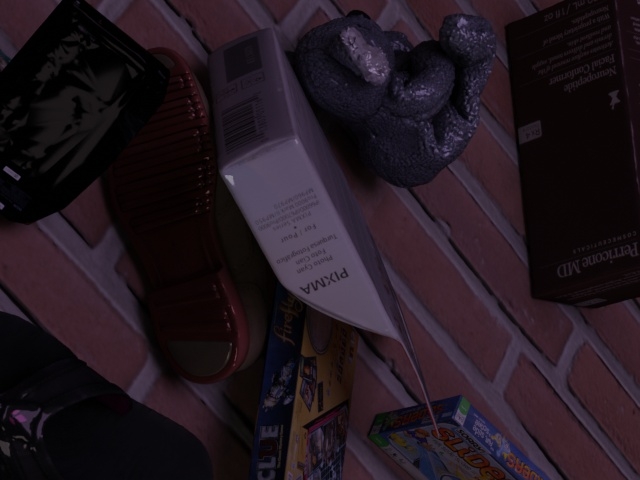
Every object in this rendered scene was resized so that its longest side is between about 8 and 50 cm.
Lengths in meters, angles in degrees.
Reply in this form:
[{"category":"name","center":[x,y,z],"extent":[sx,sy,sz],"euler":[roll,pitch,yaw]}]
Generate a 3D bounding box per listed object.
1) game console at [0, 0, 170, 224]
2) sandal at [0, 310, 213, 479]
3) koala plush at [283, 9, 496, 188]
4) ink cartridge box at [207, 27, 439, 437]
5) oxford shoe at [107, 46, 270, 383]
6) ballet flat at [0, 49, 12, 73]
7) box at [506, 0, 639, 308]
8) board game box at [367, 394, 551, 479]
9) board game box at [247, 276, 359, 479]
[{"category":"game console","center":[-0.335,-0.185,1.723],"extent":[0.361,0.213,0.044],"euler":[39,16,-16]},{"category":"sandal","center":[-0.222,0.177,1.679],"extent":[0.446,0.107,0.167],"euler":[31,67,-49]},{"category":"koala plush","center":[0.057,-0.180,2.092],"extent":[0.221,0.196,0.203],"euler":[21,73,-42]},{"category":"ink cartridge box","center":[0.000,0.000,1.953],"extent":[0.308,0.091,0.385],"euler":[-103,169,-63]},{"category":"oxford shoe","center":[-0.132,-0.028,1.922],"extent":[0.130,0.123,0.348],"euler":[-10,90,-65]},{"category":"ballet flat","center":[-0.346,-0.176,1.789],"extent":[0.077,0.091,0.241],"euler":[-43,104,-11]},{"category":"box","center":[0.363,-0.120,2.359],"extent":[0.143,0.191,0.381],"euler":[8,70,-42]},{"category":"board game box","center":[0.168,0.256,2.083],"extent":[0.201,0.136,0.035],"euler":[43,51,-24]},{"category":"board game box","center":[-0.016,0.181,1.949],"extent":[0.165,0.042,0.243],"euler":[53,39,-57]}]
